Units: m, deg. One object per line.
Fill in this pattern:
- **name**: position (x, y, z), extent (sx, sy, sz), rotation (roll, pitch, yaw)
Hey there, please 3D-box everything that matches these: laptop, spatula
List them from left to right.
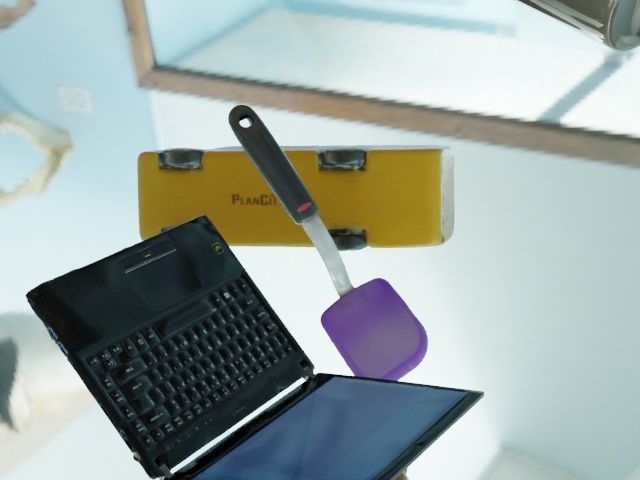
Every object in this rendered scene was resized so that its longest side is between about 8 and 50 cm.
- **laptop**: position (-0.043, 0.082, 0.998), extent (0.136, 0.264, 0.234), rotation (-39, 174, 33)
- **spatula**: position (0.000, 0.000, 1.219), extent (0.084, 0.296, 0.030), rotation (-32, -177, -17)

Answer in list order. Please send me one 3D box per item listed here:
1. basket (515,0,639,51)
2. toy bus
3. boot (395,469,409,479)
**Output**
- **basket**: position (0.177, -0.258, 0.981), extent (0.227, 0.154, 0.204), rotation (43, -87, 26)
- **toy bus**: position (-0.027, -0.051, 1.426), extent (0.333, 0.108, 0.130), rotation (0, -172, 13)
- **boot**: position (-0.048, 0.283, 1.248), extent (0.283, 0.109, 0.220), rotation (-9, -135, 20)
